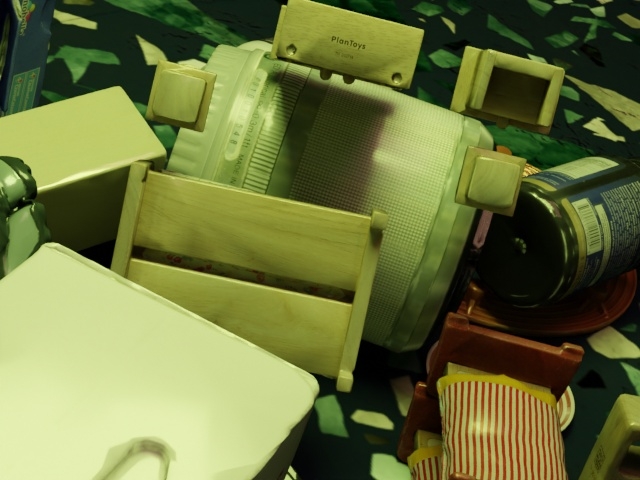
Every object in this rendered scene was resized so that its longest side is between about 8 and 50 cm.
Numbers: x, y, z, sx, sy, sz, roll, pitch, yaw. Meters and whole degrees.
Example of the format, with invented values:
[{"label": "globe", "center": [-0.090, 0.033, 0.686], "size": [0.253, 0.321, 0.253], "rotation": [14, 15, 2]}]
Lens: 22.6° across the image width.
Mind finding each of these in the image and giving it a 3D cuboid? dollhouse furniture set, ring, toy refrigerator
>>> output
[{"label": "dollhouse furniture set", "center": [0.000, 0.000, 1.268], "size": [0.303, 0.356, 0.174], "rotation": [13, 6, -2]}, {"label": "dollhouse furniture set", "center": [0.250, 0.210, 1.248], "size": [0.374, 0.152, 0.201], "rotation": [14, 33, -9]}, {"label": "ring", "center": [0.173, -0.019, 1.656], "size": [0.336, 0.032, 0.337], "rotation": [14, 34, -9]}, {"label": "toy refrigerator", "center": [-0.271, -0.036, 1.311], "size": [0.269, 0.102, 0.094], "rotation": [-20, 60, -30]}]

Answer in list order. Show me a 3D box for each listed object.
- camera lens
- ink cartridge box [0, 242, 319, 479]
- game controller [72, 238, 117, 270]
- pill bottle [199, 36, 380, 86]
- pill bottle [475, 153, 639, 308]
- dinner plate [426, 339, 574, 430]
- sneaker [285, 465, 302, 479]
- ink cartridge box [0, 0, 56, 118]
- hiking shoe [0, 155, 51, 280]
[{"label": "camera lens", "center": [0.008, -0.037, 1.423], "size": [0.274, 0.219, 0.219], "rotation": [19, 33, -1]}, {"label": "ink cartridge box", "center": [-0.172, 0.241, 0.764], "size": [0.166, 0.395, 0.285], "rotation": [27, 33, 10]}, {"label": "game controller", "center": [-0.308, -0.032, 1.395], "size": [0.319, 0.067, 0.166], "rotation": [17, 33, -2]}, {"label": "pill bottle", "center": [-0.038, -0.161, 1.684], "size": [0.193, 0.108, 0.108], "rotation": [-17, 48, -43]}, {"label": "pill bottle", "center": [0.255, -0.017, 1.555], "size": [0.219, 0.123, 0.123], "rotation": [-17, 47, -43]}, {"label": "dinner plate", "center": [0.160, 0.133, 1.440], "size": [0.141, 0.017, 0.141], "rotation": [13, 33, -9]}, {"label": "sneaker", "center": [-0.022, 0.216, 1.189], "size": [0.121, 0.079, 0.217], "rotation": [34, 9, -25]}, {"label": "ink cartridge box", "center": [-0.385, -0.272, 1.518], "size": [0.395, 0.270, 0.151], "rotation": [36, 38, 25]}, {"label": "hiking shoe", "center": [-0.247, 0.090, 1.163], "size": [0.132, 0.113, 0.304], "rotation": [-12, 70, -22]}]
